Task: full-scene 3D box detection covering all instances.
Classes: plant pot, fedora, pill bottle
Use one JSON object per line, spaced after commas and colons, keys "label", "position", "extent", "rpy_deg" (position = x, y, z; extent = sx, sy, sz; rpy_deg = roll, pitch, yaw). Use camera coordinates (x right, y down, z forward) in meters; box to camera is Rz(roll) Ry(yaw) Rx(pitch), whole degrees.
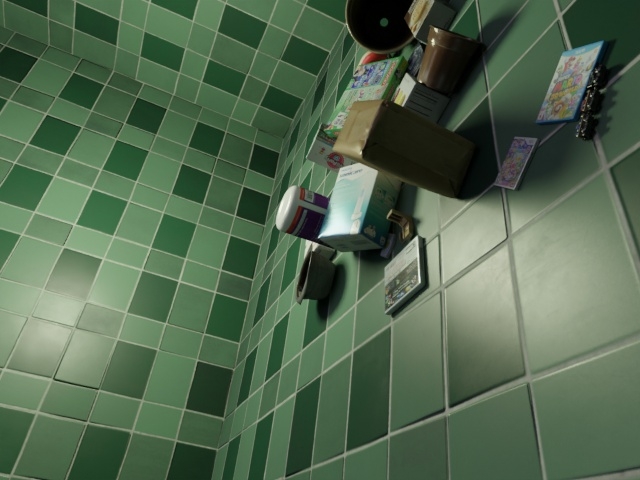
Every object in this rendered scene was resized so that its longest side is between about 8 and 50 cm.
{"label": "plant pot", "position": [0.384, -0.555, 1.568], "extent": [0.167, 0.167, 0.165], "rpy_deg": [-99, 25, -59]}
{"label": "fedora", "position": [-0.015, 0.150, 2.096], "extent": [0.243, 0.125, 0.275], "rpy_deg": [-86, 14, -48]}
{"label": "plant pot", "position": [0.276, -0.960, 2.183], "extent": [0.280, 0.323, 0.323], "rpy_deg": [-67, 1, -73]}
{"label": "pill bottle", "position": [0.007, -0.076, 1.929], "extent": [0.181, 0.323, 0.181], "rpy_deg": [-160, 90, -74]}

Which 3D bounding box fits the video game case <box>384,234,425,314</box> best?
{"label": "video game case", "position": [0.244, 0.104, 1.493], "extent": [0.190, 0.022, 0.173], "rpy_deg": [-52, 24, 46]}

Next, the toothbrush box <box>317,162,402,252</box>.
{"label": "toothbrush box", "position": [0.140, -0.120, 1.761], "extent": [0.216, 0.126, 0.295], "rpy_deg": [-8, 59, 49]}

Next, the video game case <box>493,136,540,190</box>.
{"label": "video game case", "position": [0.448, -0.178, 1.166], "extent": [0.087, 0.011, 0.121], "rpy_deg": [-132, 63, -72]}

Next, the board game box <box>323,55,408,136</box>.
{"label": "board game box", "position": [0.162, -0.512, 1.820], "extent": [0.214, 0.046, 0.317], "rpy_deg": [8, 65, 45]}

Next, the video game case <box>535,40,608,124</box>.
{"label": "video game case", "position": [0.527, -0.329, 1.075], "extent": [0.119, 0.015, 0.166], "rpy_deg": [-148, 78, -74]}

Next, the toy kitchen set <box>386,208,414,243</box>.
{"label": "toy kitchen set", "position": [0.238, -0.036, 1.573], "extent": [0.083, 0.075, 0.068], "rpy_deg": [-83, 19, -48]}

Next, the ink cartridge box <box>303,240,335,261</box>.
{"label": "ink cartridge box", "position": [0.000, 0.000, 2.283], "extent": [0.158, 0.092, 0.217], "rpy_deg": [126, 159, -45]}

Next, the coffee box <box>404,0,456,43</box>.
{"label": "coffee box", "position": [0.406, -0.843, 1.909], "extent": [0.246, 0.098, 0.141], "rpy_deg": [-93, 27, -52]}

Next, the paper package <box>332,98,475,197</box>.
{"label": "paper package", "position": [0.227, -0.265, 1.453], "extent": [0.168, 0.310, 0.325], "rpy_deg": [-66, 17, 7]}

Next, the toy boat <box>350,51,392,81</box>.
{"label": "toy boat", "position": [0.248, -0.741, 2.298], "extent": [0.151, 0.151, 0.231], "rpy_deg": [51, 127, 35]}

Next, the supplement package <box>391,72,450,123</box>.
{"label": "supplement package", "position": [0.298, -0.407, 1.700], "extent": [0.139, 0.134, 0.244], "rpy_deg": [-100, 33, -58]}

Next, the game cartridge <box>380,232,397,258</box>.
{"label": "game cartridge", "position": [0.224, 0.017, 1.669], "extent": [0.083, 0.017, 0.056], "rpy_deg": [-70, 20, 1]}

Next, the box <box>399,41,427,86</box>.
{"label": "box", "position": [0.356, -0.590, 1.798], "extent": [0.158, 0.093, 0.156], "rpy_deg": [-89, 24, -50]}

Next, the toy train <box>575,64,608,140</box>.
{"label": "toy train", "position": [0.525, -0.266, 0.990], "extent": [0.036, 0.027, 0.158], "rpy_deg": [165, 123, -75]}

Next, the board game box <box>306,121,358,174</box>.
{"label": "board game box", "position": [0.071, -0.378, 2.154], "extent": [0.097, 0.224, 0.303], "rpy_deg": [-61, 8, 26]}
